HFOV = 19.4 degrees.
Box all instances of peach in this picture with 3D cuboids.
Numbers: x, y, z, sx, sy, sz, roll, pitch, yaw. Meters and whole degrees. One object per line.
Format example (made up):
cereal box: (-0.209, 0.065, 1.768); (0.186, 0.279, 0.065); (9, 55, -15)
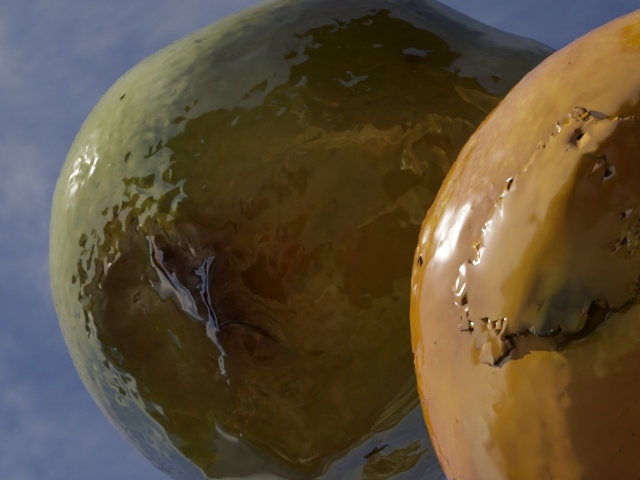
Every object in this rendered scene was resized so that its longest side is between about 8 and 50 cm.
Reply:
peach: (0.001, 0.002, 1.034); (0.281, 0.315, 0.314); (37, -45, 13)

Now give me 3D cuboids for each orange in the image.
orange: (0.154, 0.033, 0.666); (0.246, 0.246, 0.246); (4, -64, 9)
